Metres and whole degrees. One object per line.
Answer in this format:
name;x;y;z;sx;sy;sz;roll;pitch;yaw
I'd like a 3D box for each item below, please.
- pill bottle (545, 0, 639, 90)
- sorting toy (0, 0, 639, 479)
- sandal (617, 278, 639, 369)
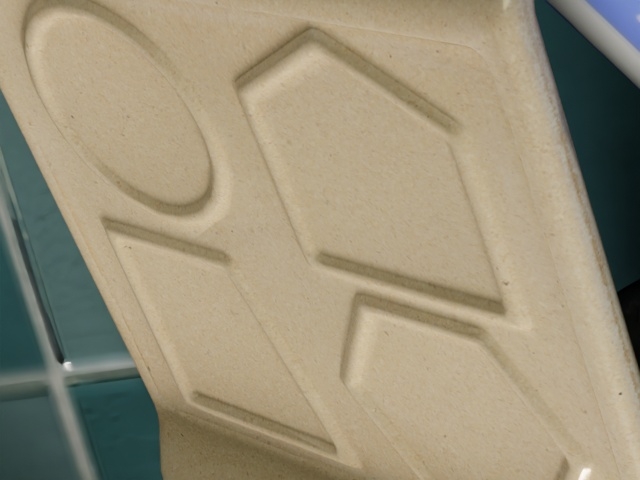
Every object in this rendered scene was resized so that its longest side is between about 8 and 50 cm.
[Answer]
pill bottle;0.128;-0.080;0.401;0.272;0.152;0.152;41;114;-9
sorting toy;0.000;0.000;0.464;0.193;0.038;0.208;15;133;43
sandal;0.192;0.173;0.517;0.107;0.167;0.445;-31;114;-5
